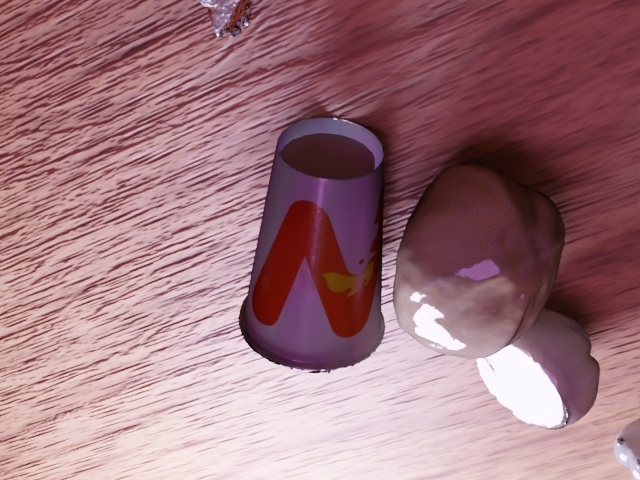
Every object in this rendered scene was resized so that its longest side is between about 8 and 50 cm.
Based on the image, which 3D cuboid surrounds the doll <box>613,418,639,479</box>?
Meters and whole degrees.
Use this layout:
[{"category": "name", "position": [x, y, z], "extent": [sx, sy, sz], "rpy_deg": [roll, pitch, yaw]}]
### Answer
[{"category": "doll", "position": [0.472, 0.326, 2.364], "extent": [0.107, 0.110, 0.180], "rpy_deg": [-27, 126, -9]}]

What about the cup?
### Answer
[{"category": "cup", "position": [0.000, 0.000, 2.179], "extent": [0.203, 0.203, 0.288], "rpy_deg": [12, 128, 8]}]

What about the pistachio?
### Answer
[{"category": "pistachio", "position": [0.183, 0.034, 2.133], "extent": [0.226, 0.208, 0.332], "rpy_deg": [62, 156, 19]}]

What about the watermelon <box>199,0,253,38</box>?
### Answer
[{"category": "watermelon", "position": [-0.121, -0.302, 1.991], "extent": [0.121, 0.098, 0.158], "rpy_deg": [29, 139, -7]}]

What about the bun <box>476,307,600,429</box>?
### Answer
[{"category": "bun", "position": [0.300, 0.158, 2.254], "extent": [0.173, 0.120, 0.173], "rpy_deg": [39, 152, 25]}]
